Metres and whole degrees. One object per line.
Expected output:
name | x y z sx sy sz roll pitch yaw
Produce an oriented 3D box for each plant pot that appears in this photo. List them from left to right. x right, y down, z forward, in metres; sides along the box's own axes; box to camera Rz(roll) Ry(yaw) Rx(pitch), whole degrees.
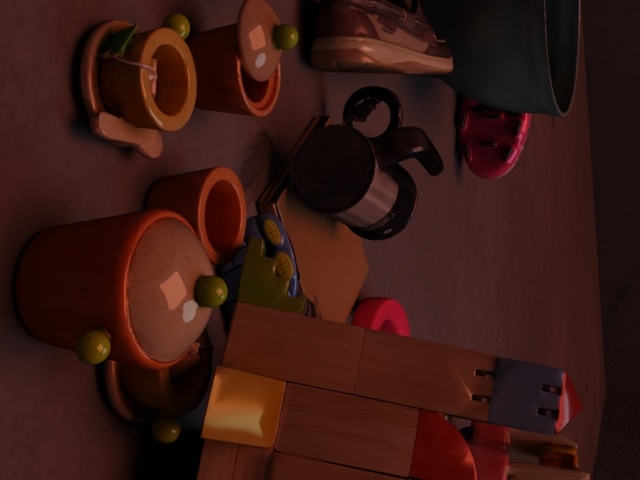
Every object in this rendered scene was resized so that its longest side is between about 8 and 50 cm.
plant pot | 0.227 -0.309 1.260 0.293 0.196 0.293 2 90 -66

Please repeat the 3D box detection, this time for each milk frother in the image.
milk frother | 0.033 -0.088 0.914 0.143 0.129 0.134 51 9 22

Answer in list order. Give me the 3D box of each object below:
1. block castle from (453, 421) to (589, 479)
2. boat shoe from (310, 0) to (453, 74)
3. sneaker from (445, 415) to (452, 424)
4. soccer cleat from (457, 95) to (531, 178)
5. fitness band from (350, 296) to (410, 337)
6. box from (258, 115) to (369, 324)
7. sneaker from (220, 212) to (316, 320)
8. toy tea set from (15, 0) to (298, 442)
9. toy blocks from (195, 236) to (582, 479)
block castle | 0.221 0.477 1.274 0.303 0.212 0.454 -5 102 -78
boat shoe | 0.076 -0.229 1.035 0.285 0.102 0.092 -17 111 -60
sneaker | 0.069 0.181 0.891 0.276 0.097 0.135 30 61 -67
soccer cleat | 0.287 -0.261 1.503 0.143 0.116 0.331 0 91 -66
fitness band | 0.054 0.209 1.065 0.209 0.054 0.291 11 82 -69
box | 0.000 0.000 0.961 0.164 0.021 0.201 -62 144 -49
sneaker | -0.042 0.060 0.832 0.078 0.067 0.188 -86 165 -62
toy tea set | -0.078 -0.038 0.646 0.200 0.124 0.336 46 50 -59
toy blocks | 0.036 0.214 0.686 0.191 0.260 0.382 103 -1 -80
